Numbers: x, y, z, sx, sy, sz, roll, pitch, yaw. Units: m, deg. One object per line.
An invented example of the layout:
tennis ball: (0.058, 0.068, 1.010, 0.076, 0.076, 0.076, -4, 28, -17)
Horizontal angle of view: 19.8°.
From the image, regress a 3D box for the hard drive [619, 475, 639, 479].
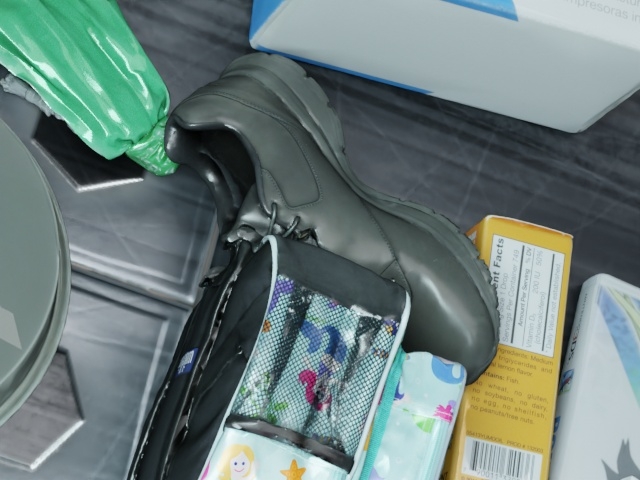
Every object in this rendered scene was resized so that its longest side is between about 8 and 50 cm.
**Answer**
hard drive: (0.301, 0.332, 1.294, 0.307, 0.040, 0.203, 33, 64, -10)

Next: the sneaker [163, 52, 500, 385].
sneaker: (0.000, 0.000, 1.260, 0.286, 0.109, 0.130, 44, 38, 12)

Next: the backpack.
backpack: (-0.032, 0.151, 1.158, 0.191, 0.225, 0.253, 27, 69, -6)

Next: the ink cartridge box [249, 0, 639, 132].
ink cartridge box: (0.122, -0.318, 1.405, 0.285, 0.166, 0.395, 13, 68, -18)

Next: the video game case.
video game case: (0.314, 0.218, 1.380, 0.329, 0.036, 0.300, 23, 66, -14)

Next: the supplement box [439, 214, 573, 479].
supplement box: (0.125, 0.104, 1.318, 0.080, 0.078, 0.233, 17, 67, -13)

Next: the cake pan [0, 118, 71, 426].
cake pan: (-0.300, 0.007, 1.190, 0.293, 0.054, 0.293, 7, 70, -20)

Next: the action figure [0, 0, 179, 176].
action figure: (-0.180, -0.134, 1.280, 0.232, 0.063, 0.137, 48, 61, -1)
